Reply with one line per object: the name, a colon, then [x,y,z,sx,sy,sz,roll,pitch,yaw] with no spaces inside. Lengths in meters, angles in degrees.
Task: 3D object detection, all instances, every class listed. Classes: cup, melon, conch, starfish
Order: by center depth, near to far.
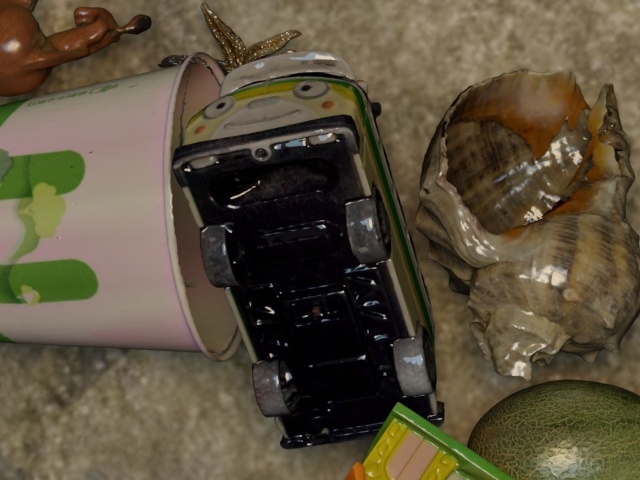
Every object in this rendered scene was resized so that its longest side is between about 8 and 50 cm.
melon: [0.197,0.184,1.336,0.192,0.139,0.139,-10,84,6]
cup: [-0.206,-0.020,1.353,0.274,0.253,0.253,-3,84,13]
conch: [0.172,-0.006,1.353,0.210,0.159,0.291,22,47,-1]
starfish: [-0.080,-0.140,1.444,0.133,0.041,0.130,19,107,24]

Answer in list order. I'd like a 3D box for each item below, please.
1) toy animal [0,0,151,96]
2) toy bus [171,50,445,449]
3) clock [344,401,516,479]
toy animal: [-0.313,-0.151,1.363,0.312,0.157,0.097,-8,129,15]
toy bus: [0.000,0.000,1.282,0.143,0.179,0.305,-10,128,13]
clock: [0.076,0.291,1.211,0.220,0.106,0.255,33,54,8]
